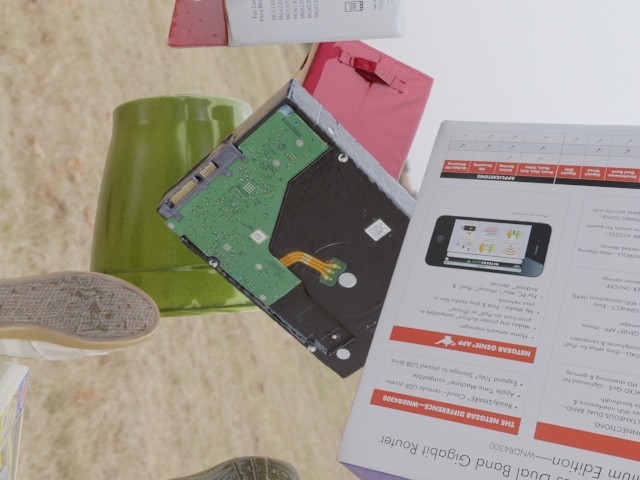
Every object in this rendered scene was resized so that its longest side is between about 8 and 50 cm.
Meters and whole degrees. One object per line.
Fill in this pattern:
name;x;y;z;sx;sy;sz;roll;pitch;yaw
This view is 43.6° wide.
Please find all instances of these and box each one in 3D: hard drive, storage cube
hard drive;0.000;0.000;0.976;0.339;0.237;0.064;42;27;-20
storage cube;0.031;-0.170;1.214;0.193;0.183;0.215;-69;-169;-17

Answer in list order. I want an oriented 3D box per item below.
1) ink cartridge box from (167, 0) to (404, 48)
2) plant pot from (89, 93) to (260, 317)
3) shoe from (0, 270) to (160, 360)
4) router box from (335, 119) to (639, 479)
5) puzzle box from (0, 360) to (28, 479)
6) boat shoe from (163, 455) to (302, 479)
ink cartridge box;-0.049;-0.363;0.969;0.309;0.271;0.130;-96;-178;-49
plant pot;-0.225;-0.056;1.368;0.366;0.366;0.353;16;71;-83
shoe;-0.259;0.070;0.738;0.058;0.219;0.077;-45;-133;52
router box;0.213;0.061;0.569;0.082;0.335;0.301;53;51;-52
puzzle box;-0.598;0.451;1.393;0.272;0.052;0.409;-84;-171;-62
boat shoe;-0.090;0.222;0.688;0.048;0.153;0.056;-46;-124;58
